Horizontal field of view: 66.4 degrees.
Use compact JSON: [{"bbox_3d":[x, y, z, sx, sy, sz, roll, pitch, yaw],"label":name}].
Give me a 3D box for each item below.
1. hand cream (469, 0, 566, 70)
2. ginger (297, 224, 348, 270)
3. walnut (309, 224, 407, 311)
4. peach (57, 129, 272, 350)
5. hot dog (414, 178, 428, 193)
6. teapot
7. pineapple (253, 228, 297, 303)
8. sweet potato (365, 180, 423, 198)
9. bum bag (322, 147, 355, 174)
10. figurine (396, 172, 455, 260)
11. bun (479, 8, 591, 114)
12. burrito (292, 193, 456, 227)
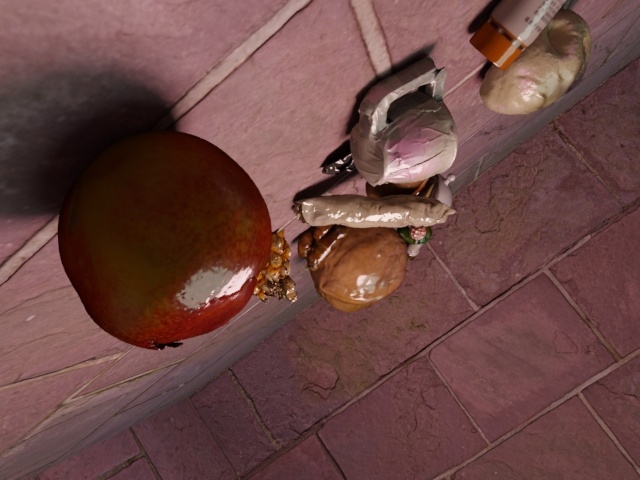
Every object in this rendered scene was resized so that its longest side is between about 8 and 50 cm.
[{"bbox_3d":[0.385,-0.430,0.798,0.314,0.089,0.139,-46,167,27],"label":"hand cream"},{"bbox_3d":[0.000,0.000,1.404,0.162,0.103,0.073,-48,172,9],"label":"ginger"},{"bbox_3d":[0.119,0.080,1.625,0.343,0.306,0.306,-30,168,-39],"label":"walnut"},{"bbox_3d":[-0.167,-0.002,0.536,0.231,0.231,0.231,-35,169,-8],"label":"peach"},{"bbox_3d":[0.272,-0.190,1.437,0.123,0.093,0.261,-34,169,-16],"label":"hot dog"},{"bbox_3d":[0.151,-0.191,0.889,0.178,0.163,0.222,-24,166,-21],"label":"teapot"},{"bbox_3d":[-0.153,0.111,1.246,0.139,0.164,0.250,-18,164,-36],"label":"pineapple"},{"bbox_3d":[0.203,-0.185,1.161,0.131,0.131,0.337,-32,168,-21],"label":"sweet potato"},{"bbox_3d":[0.085,-0.173,1.048,0.087,0.049,0.197,-38,171,39],"label":"bum bag"},{"bbox_3d":[0.340,-0.088,1.673,0.281,0.167,0.370,-85,-175,-47],"label":"figurine"},{"bbox_3d":[0.491,-0.384,1.115,0.273,0.168,0.273,-40,176,-4],"label":"bun"},{"bbox_3d":[0.125,-0.069,1.155,0.391,0.076,0.117,0,172,-18],"label":"burrito"}]
